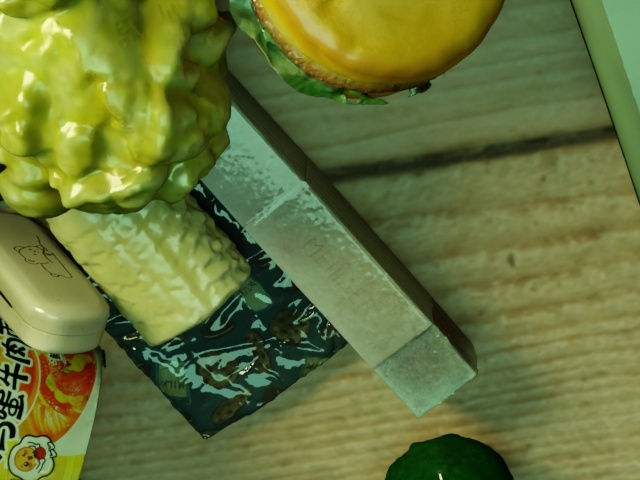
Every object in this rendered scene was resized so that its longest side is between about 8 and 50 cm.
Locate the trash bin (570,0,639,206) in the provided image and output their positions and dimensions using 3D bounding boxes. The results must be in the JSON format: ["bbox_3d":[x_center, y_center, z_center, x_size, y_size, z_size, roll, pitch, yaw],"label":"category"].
[{"bbox_3d":[0.332,-0.191,1.622,0.223,0.158,0.343,-21,108,9],"label":"trash bin"}]

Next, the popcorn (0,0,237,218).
[{"bbox_3d":[-0.178,-0.148,1.578,0.242,0.235,0.250,-12,98,-6],"label":"popcorn"}]

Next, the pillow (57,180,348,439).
[{"bbox_3d":[-0.118,0.054,1.795,0.189,0.034,0.255,-36,104,17],"label":"pillow"}]

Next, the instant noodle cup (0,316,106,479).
[{"bbox_3d":[-0.323,0.170,1.741,0.200,0.264,0.264,18,111,-14],"label":"instant noodle cup"}]

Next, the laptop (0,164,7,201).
[{"bbox_3d":[-0.319,-0.110,1.695,0.154,0.026,0.207,-20,135,6],"label":"laptop"}]

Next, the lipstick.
[{"bbox_3d":[0.000,0.000,1.749,0.076,0.080,0.371,-38,105,15],"label":"lipstick"}]

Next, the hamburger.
[{"bbox_3d":[0.030,-0.231,1.597,0.246,0.170,0.246,2,85,-17],"label":"hamburger"}]

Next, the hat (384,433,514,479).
[{"bbox_3d":[0.055,0.386,1.803,0.285,0.285,0.400,11,108,-3],"label":"hat"}]

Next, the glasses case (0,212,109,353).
[{"bbox_3d":[-0.261,0.036,1.714,0.083,0.196,0.050,2,117,-39],"label":"glasses case"}]

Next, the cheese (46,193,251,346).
[{"bbox_3d":[-0.157,0.001,1.715,0.123,0.094,0.167,-38,106,7],"label":"cheese"}]
